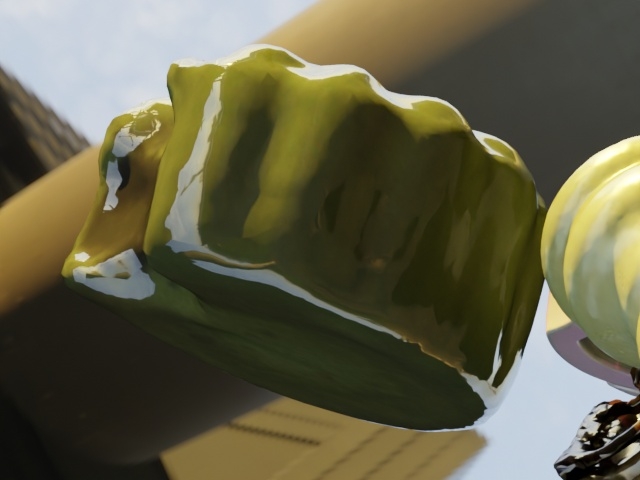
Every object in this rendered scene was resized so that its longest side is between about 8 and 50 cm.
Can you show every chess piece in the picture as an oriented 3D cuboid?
[{"bbox_3d":[0.228,0.043,1.000,0.144,0.144,0.251,43,-173,-22],"label":"chess piece"}]

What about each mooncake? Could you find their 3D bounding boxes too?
[{"bbox_3d":[0.000,0.000,1.268,0.351,0.351,0.187,31,-112,-33],"label":"mooncake"}]

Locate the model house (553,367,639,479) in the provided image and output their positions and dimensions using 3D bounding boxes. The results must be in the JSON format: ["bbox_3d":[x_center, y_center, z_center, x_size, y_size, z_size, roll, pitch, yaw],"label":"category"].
[{"bbox_3d":[0.373,0.127,1.238,0.317,0.282,0.297,45,-149,-15],"label":"model house"}]

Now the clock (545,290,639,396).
[{"bbox_3d":[0.356,0.034,1.445,0.338,0.338,0.102,31,-127,-33],"label":"clock"}]
